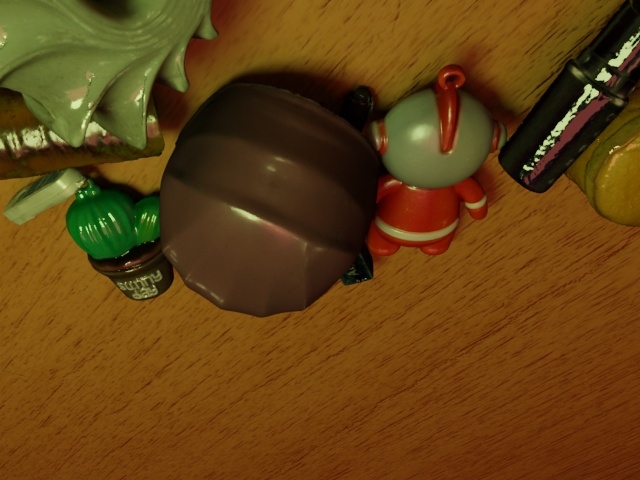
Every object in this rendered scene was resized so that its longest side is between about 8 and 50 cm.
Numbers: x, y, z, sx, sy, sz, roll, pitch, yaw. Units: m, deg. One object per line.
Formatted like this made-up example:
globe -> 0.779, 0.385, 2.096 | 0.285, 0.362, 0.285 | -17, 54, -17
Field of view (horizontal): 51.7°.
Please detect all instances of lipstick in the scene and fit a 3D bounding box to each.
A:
lipstick -> 0.001, -0.053, 0.912 | 0.051, 0.051, 0.312 | -13, 134, 18
lipstick -> 0.306, -0.179, 0.712 | 0.081, 0.081, 0.300 | 18, 125, -22

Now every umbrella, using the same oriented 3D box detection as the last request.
umbrella -> 0.034, -0.137, 0.843 | 0.036, 0.031, 0.133 | 9, 135, -13

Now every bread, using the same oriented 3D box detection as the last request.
bread -> 0.429, -0.120, 0.804 | 0.269, 0.142, 0.195 | -8, 134, 3

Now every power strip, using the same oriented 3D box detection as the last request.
power strip -> -0.363, -0.059, 0.862 | 0.191, 0.047, 0.030 | -16, 131, 39

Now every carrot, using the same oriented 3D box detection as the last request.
carrot -> -0.329, -0.131, 0.771 | 0.302, 0.114, 0.114 | -7, 137, -1

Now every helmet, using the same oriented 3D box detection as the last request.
helmet -> -0.079, -0.012, 0.805 | 0.271, 0.197, 0.338 | 25, 139, -8

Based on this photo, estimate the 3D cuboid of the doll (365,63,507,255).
doll -> 0.135, -0.092, 0.855 | 0.200, 0.105, 0.336 | 0, 145, -2

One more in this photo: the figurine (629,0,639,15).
figurine -> 0.344, -0.363, 0.518 | 0.169, 0.218, 0.327 | 43, 126, -5

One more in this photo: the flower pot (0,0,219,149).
flower pot -> -0.252, -0.245, 0.527 | 0.367, 0.164, 0.254 | 27, 94, -46

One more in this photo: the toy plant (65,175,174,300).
toy plant -> -0.267, -0.010, 0.913 | 0.143, 0.105, 0.200 | -14, 126, 3
